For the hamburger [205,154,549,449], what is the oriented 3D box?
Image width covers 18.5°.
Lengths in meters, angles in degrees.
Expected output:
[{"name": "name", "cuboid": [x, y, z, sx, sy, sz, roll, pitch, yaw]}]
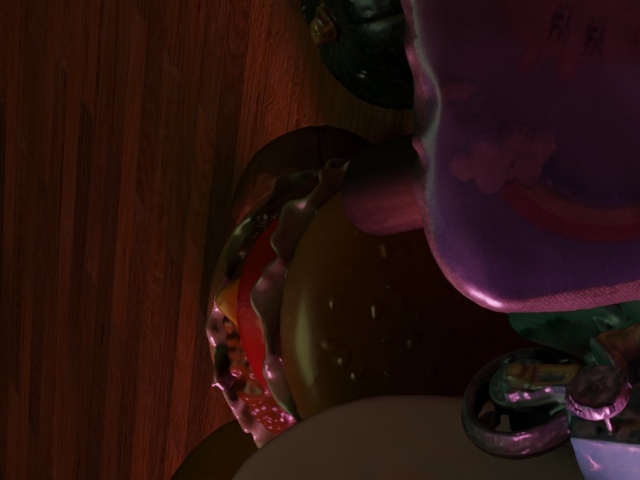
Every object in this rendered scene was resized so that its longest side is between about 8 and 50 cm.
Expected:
[{"name": "hamburger", "cuboid": [0.054, 0.063, 1.526, 0.212, 0.274, 0.274, 176, 86, -65]}]

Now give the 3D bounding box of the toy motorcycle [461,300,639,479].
[{"name": "toy motorcycle", "cuboid": [0.232, 0.075, 1.183, 0.296, 0.198, 0.109, 2, 133, 30]}]

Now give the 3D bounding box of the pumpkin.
[{"name": "pumpkin", "cuboid": [0.059, -0.193, 1.574, 0.190, 0.146, 0.190, 63, -178, -4]}]

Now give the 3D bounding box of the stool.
[{"name": "stool", "cuboid": [0.166, -0.129, 1.149, 0.226, 0.310, 0.310, -165, 70, -74]}]

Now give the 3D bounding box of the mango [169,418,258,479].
[{"name": "mango", "cuboid": [-0.007, 0.312, 1.852, 0.445, 0.220, 0.301, -7, 85, 59]}]

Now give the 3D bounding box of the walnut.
[{"name": "walnut", "cuboid": [0.000, 0.000, 1.767, 0.167, 0.167, 0.207, 156, 110, -67]}]

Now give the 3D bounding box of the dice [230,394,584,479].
[{"name": "dice", "cuboid": [0.098, 0.294, 1.327, 0.304, 0.277, 0.304, 1, 137, 29]}]
